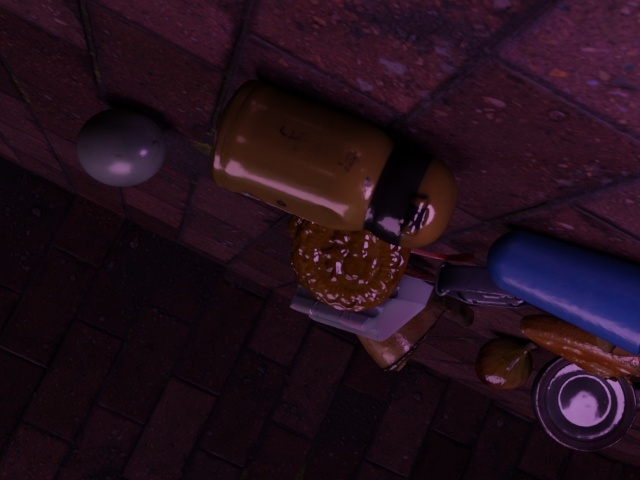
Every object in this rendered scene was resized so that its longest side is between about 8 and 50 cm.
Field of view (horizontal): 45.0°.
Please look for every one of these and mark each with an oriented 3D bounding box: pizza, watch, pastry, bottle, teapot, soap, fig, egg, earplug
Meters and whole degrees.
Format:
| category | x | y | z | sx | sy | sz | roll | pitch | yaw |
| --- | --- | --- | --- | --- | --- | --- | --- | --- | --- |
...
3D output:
| category | x | y | z | sx | sy | sz | roll | pitch | yaw |
| --- | --- | --- | --- | --- | --- | --- | --- | --- | --- |
| pizza | 0.584 | 0.231 | 1.661 | 0.289 | 0.081 | 0.229 | 14 | 158 | 47 |
| watch | 0.328 | 0.089 | 1.506 | 0.206 | 0.068 | 0.193 | 7 | 170 | 19 |
| pastry | 0.053 | 0.014 | 1.469 | 0.235 | 0.240 | 0.132 | 46 | -161 | 2 |
| bottle | 0.028 | -0.098 | 1.133 | 0.351 | 0.171 | 0.171 | 23 | 169 | 10 |
| teapot | 0.685 | 0.394 | 1.951 | 0.315 | 0.233 | 0.312 | -4 | 172 | 9 |
| soap | 0.098 | 0.118 | 1.884 | 0.115 | 0.208 | 0.347 | 32 | 167 | -37 |
| fig | 0.540 | 0.343 | 2.147 | 0.160 | 0.143 | 0.231 | -4 | 177 | -31 |
| egg | -0.426 | -0.200 | 1.661 | 0.231 | 0.168 | 0.168 | 6 | 159 | 44 |
| earplug | 0.393 | 0.066 | 1.223 | 0.273 | 0.132 | 0.132 | 24 | 169 | 27 |

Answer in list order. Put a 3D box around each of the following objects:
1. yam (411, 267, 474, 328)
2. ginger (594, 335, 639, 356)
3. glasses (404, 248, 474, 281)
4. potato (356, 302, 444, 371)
| category | x | y | z | sx | sy | sz | roll | pitch | yaw |
| --- | --- | --- | --- | --- | --- | --- | --- | --- | --- |
| yam | 0.305 | 0.145 | 1.939 | 0.253 | 0.061 | 0.061 | 35 | 165 | -36 |
| ginger | 0.539 | 0.135 | 1.336 | 0.123 | 0.115 | 0.193 | 0 | 154 | 15 |
| glasses | 0.179 | 0.048 | 1.619 | 0.268 | 0.118 | 0.234 | 22 | 167 | 16 |
| potato | 0.186 | 0.194 | 2.035 | 0.242 | 0.285 | 0.242 | 19 | 128 | 26 |
